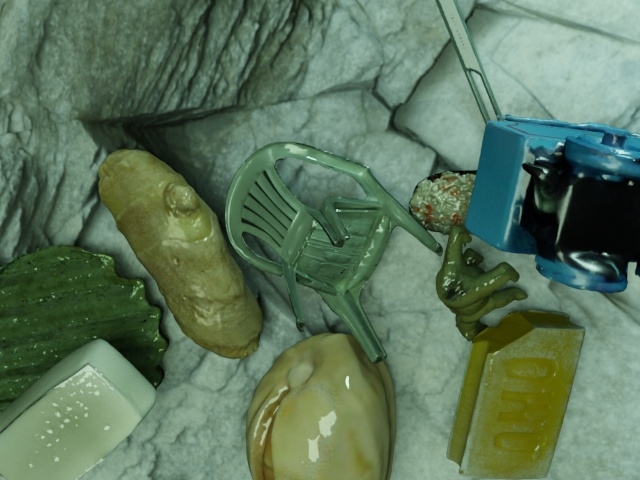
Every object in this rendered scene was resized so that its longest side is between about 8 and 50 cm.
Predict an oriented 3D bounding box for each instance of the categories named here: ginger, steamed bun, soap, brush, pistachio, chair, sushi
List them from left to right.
[{"bbox_3d":[-0.364,0.258,1.514,0.242,0.164,0.146,-40,100,6],"label":"steamed bun"},{"bbox_3d":[-0.196,0.018,1.486,0.190,0.126,0.354,-22,104,48],"label":"ginger"},{"bbox_3d":[0.000,0.000,1.398,0.191,0.274,0.203,15,111,-29],"label":"chair"},{"bbox_3d":[0.006,0.280,1.462,0.230,0.230,0.308,2,109,15],"label":"pistachio"},{"bbox_3d":[0.188,-0.267,1.367,0.062,0.027,0.266,-19,102,20],"label":"brush"},{"bbox_3d":[0.198,-0.052,1.387,0.150,0.078,0.090,4,105,16],"label":"sushi"},{"bbox_3d":[0.268,0.212,1.414,0.140,0.073,0.232,4,108,-19],"label":"soap"}]

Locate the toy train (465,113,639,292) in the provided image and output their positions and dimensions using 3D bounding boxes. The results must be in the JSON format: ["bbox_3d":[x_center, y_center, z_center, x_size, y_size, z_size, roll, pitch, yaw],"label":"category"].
[{"bbox_3d":[0.340,-0.047,1.228,0.300,0.265,0.188,5,106,-20],"label":"toy train"}]

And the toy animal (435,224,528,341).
[{"bbox_3d":[0.204,0.070,1.378,0.103,0.218,0.101,36,86,22],"label":"toy animal"}]

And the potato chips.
[{"bbox_3d":[-0.432,0.191,1.632,0.429,0.070,0.358,-14,98,18],"label":"potato chips"}]
